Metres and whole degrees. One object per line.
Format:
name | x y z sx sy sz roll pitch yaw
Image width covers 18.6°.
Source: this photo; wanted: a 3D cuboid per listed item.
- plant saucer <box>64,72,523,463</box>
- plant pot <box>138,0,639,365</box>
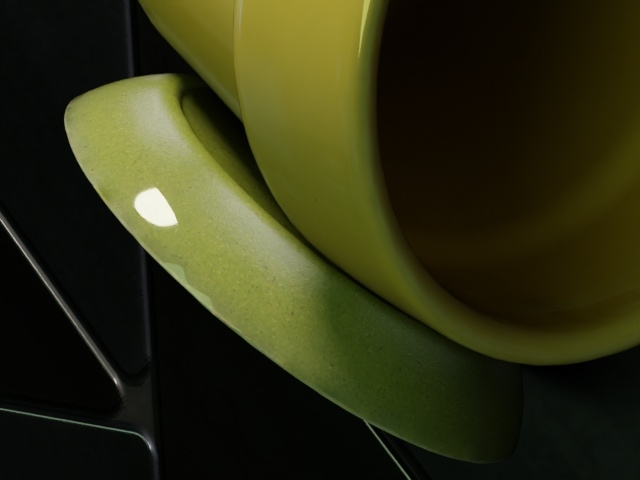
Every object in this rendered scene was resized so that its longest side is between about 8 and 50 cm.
plant saucer | 0.000 0.000 0.837 0.241 0.241 0.037 44 106 24
plant pot | 0.047 -0.110 0.775 0.239 0.254 0.254 30 118 48
